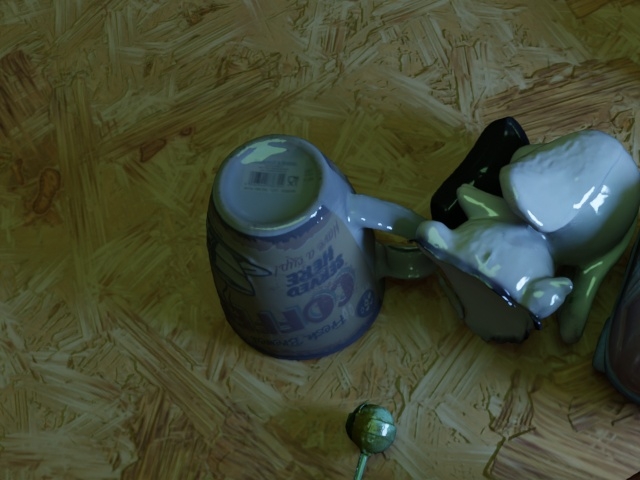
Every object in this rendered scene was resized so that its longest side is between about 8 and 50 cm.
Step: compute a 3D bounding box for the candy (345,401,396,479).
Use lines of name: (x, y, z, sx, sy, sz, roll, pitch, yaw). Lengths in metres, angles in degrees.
candy: (0.039, 0.290, 1.134, 0.061, 0.061, 0.203, 13, 72, 16)

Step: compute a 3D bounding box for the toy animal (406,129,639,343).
toy animal: (0.260, -0.011, 1.142, 0.174, 0.249, 0.289, 23, 87, 45)

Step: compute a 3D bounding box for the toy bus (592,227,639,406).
toy bus: (0.441, 0.055, 1.092, 0.197, 0.232, 0.294, 20, 66, 19)

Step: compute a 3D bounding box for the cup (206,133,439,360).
cup: (0.000, 0.000, 1.184, 0.301, 0.257, 0.227, -1, 63, 6)

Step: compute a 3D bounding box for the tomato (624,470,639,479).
tomato: (0.378, 0.348, 0.888, 0.321, 0.321, 0.322, -4, 60, 7)

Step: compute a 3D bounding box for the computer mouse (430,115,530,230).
computer mouse: (0.225, -0.067, 1.265, 0.073, 0.122, 0.217, 21, 64, 40)
